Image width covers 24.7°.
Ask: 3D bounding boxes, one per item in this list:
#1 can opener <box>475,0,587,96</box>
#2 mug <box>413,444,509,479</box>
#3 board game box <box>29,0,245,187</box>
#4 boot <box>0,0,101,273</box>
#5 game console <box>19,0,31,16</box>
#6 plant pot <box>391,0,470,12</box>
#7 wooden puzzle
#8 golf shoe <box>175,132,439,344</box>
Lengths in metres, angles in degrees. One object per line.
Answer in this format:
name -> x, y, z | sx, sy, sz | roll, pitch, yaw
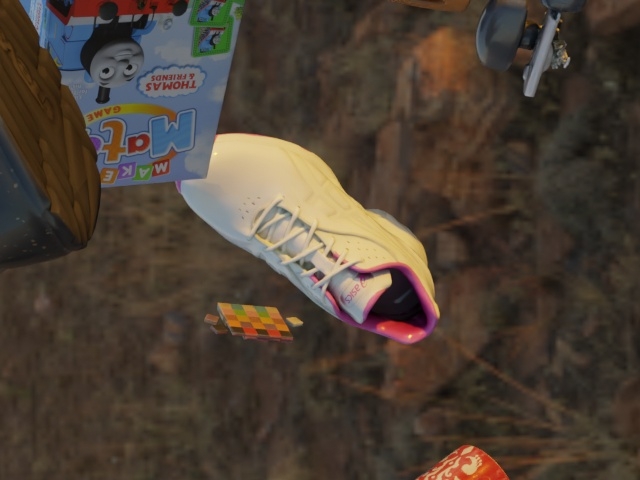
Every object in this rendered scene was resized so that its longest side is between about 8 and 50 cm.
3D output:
can opener -> 0.216, -0.251, 1.367 | 0.280, 0.093, 0.074 | 107, 176, -46
mug -> 0.135, 0.312, 1.585 | 0.150, 0.169, 0.113 | 10, 129, 55
board game box -> -0.145, -0.136, 1.109 | 0.039, 0.160, 0.211 | 54, 140, 41
boot -> -0.244, -0.096, 0.505 | 0.118, 0.222, 0.338 | -80, -32, -70
game console -> -0.279, -0.254, 1.683 | 0.293, 0.173, 0.250 | -32, 30, 15
plant pot -> 0.085, -0.348, 1.390 | 0.291, 0.203, 0.291 | 23, -90, -90
wooden puzzle -> -0.052, 0.064, 1.132 | 0.049, 0.083, 0.006 | -125, 46, -59
golf shoe -> 0.000, 0.000, 1.395 | 0.115, 0.306, 0.140 | -53, 30, 16
